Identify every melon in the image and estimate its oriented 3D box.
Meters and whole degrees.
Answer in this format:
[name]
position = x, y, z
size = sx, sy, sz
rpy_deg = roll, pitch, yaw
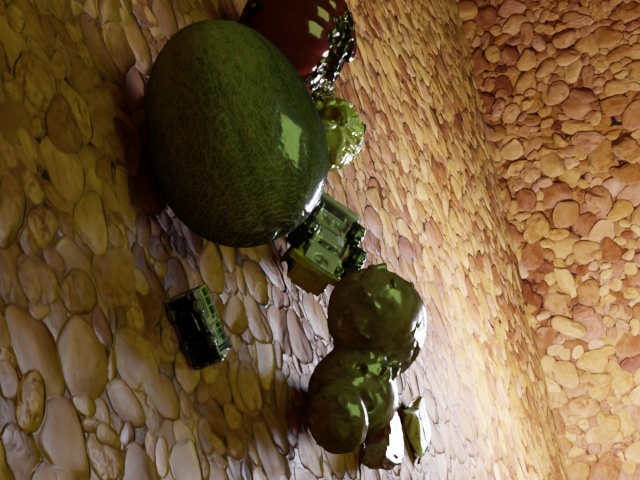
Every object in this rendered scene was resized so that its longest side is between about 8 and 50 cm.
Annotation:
[melon]
position = -0.119, -0.148, 1.652
size = 0.248, 0.249, 0.329
rpy_deg = 22, 49, -66

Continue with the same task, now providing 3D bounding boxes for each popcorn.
[popcorn]
position = 0.016, -0.198, 2.240
size = 0.162, 0.142, 0.135
rpy_deg = 139, -65, -68

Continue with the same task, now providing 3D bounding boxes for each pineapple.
[pineapple]
position = 0.007, -0.268, 2.327
size = 0.221, 0.103, 0.083
rpy_deg = 55, 24, -38

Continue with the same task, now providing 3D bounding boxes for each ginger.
[ginger]
position = 0.068, 0.202, 1.897
size = 0.244, 0.155, 0.304
rpy_deg = 67, 37, -64

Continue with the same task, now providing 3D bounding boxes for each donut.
[donut]
position = 0.099, 0.326, 2.085
size = 0.117, 0.065, 0.166
rpy_deg = 36, 41, -57

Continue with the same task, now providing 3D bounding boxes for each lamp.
[lamp]
position = -0.039, -0.354, 2.102
size = 0.227, 0.227, 0.226
rpy_deg = 54, 25, -41

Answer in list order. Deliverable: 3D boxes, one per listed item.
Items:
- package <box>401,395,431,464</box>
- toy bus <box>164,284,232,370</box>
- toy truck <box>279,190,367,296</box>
[package]
position = 0.192, 0.369, 2.359
size = 0.108, 0.031, 0.120
rpy_deg = -23, 100, -71
[toy bus]
position = -0.160, 0.114, 1.585
size = 0.102, 0.052, 0.058
rpy_deg = 68, 20, -5
[toy truck]
position = 0.000, 0.000, 2.047
size = 0.136, 0.111, 0.286
rpy_deg = 36, 20, -9
